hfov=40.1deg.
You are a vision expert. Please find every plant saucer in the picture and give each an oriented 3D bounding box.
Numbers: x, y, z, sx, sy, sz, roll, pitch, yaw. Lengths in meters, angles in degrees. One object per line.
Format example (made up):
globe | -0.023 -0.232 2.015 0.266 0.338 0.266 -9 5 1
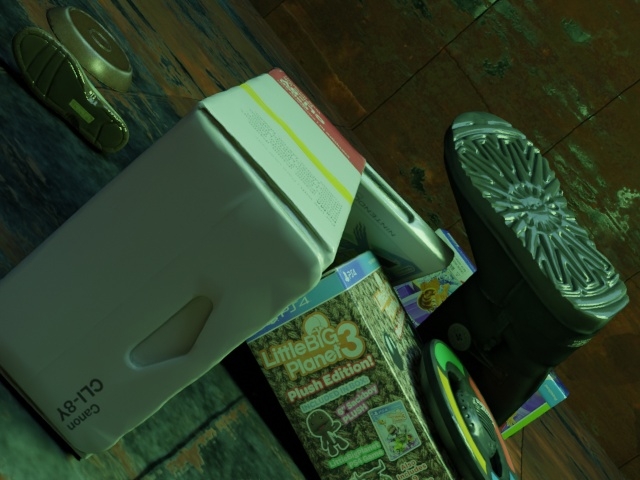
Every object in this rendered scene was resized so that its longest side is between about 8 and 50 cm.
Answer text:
plant saucer | -0.353 -0.306 1.373 0.168 0.029 0.168 46 14 -15

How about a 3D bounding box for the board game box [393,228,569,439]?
board game box | 0.223 0.188 1.507 0.347 0.233 0.078 54 14 14

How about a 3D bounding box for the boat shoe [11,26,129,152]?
boat shoe | -0.324 -0.193 1.127 0.190 0.068 0.072 55 -2 -27

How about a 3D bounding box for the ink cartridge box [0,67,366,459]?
ink cartridge box | -0.116 -0.009 0.837 0.160 0.279 0.385 48 14 -8

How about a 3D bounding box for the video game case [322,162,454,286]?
video game case | -0.011 -0.034 1.255 0.300 0.329 0.036 44 59 -13

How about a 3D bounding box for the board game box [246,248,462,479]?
board game box | 0.055 0.179 1.102 0.291 0.141 0.232 61 14 2

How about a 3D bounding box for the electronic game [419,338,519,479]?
electronic game | 0.187 0.226 1.077 0.229 0.048 0.229 54 16 -23

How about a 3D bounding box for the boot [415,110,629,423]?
boot | 0.202 0.090 1.285 0.146 0.445 0.367 -5 55 -27

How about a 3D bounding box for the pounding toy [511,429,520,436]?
pounding toy | 0.266 0.324 1.629 0.183 0.110 0.237 46 -19 27
